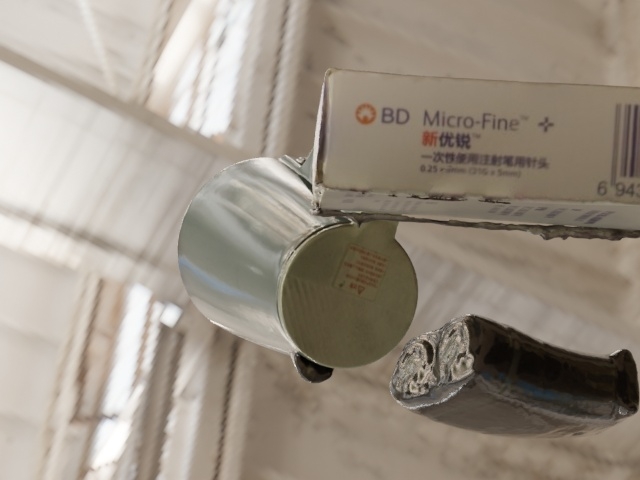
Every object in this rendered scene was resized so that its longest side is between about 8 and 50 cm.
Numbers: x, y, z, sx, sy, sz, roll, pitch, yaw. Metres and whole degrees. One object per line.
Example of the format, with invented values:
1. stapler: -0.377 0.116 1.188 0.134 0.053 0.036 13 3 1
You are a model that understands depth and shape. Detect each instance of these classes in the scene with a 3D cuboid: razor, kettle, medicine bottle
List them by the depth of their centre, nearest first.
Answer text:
1. medicine bottle: 0.081 -0.030 0.741 0.171 0.052 0.201 3 178 1
2. razor: 0.121 0.089 1.117 0.148 0.090 0.054 15 -117 -34
3. kettle: 0.000 0.000 1.507 0.160 0.211 0.243 25 179 -20
